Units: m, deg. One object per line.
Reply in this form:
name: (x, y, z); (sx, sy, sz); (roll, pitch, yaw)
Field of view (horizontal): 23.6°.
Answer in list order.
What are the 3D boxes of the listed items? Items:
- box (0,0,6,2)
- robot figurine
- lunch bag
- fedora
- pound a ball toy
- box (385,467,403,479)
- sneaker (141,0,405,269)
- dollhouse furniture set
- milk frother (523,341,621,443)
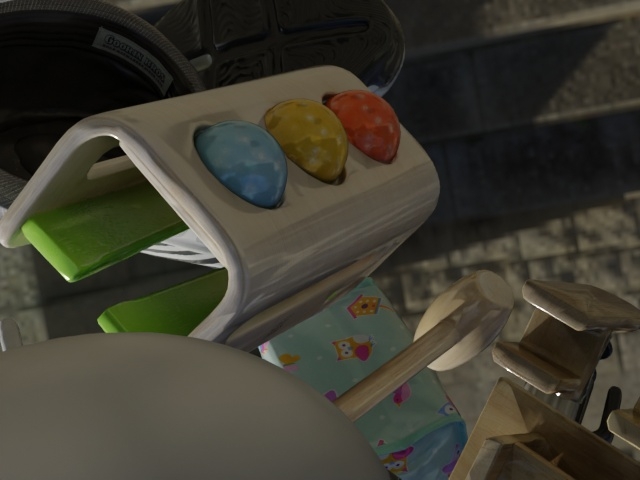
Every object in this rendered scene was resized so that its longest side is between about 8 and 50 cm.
box: (-0.257, -0.249, 0.981); (0.119, 0.181, 0.182); (-49, 174, 27)
robot figurine: (-0.042, 0.177, 0.430); (0.199, 0.353, 0.300); (-21, 171, -13)
lunch bag: (0.051, 0.208, 1.470); (0.160, 0.262, 0.223); (-21, -137, -8)
fedora: (-0.226, -0.086, 1.252); (0.275, 0.244, 0.124); (-12, 153, -37)
pound a ball toy: (0.000, 0.000, 0.880); (0.136, 0.208, 0.319); (-47, 170, 26)
box: (0.062, 0.257, 0.989); (0.056, 0.231, 0.183); (-31, 141, 13)
sneaker: (-0.069, -0.102, 1.466); (0.447, 0.169, 0.257); (-19, 154, 32)
dollhouse furniture set: (0.189, 0.167, 0.844); (0.242, 0.212, 0.161); (32, -166, 31)
milk frother: (0.289, 0.179, 1.849); (0.129, 0.143, 0.135); (-4, -140, 30)
